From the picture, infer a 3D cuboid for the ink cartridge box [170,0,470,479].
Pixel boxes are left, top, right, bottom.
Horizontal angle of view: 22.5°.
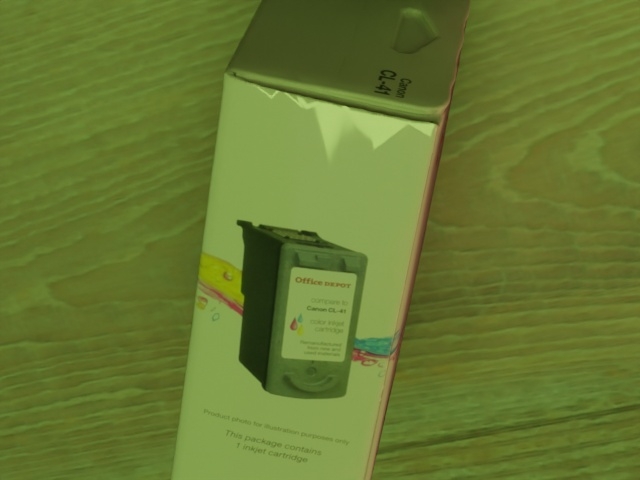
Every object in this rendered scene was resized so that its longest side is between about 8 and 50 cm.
[{"bbox_3d":[0.000,0.000,1.020,0.131,0.226,0.306,11,120,4],"label":"ink cartridge box"}]
